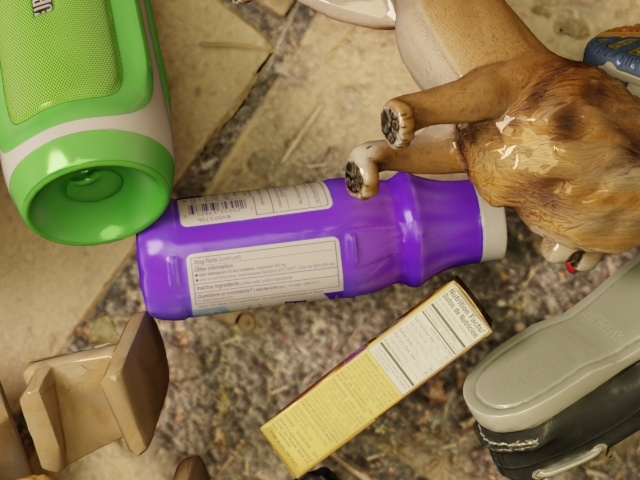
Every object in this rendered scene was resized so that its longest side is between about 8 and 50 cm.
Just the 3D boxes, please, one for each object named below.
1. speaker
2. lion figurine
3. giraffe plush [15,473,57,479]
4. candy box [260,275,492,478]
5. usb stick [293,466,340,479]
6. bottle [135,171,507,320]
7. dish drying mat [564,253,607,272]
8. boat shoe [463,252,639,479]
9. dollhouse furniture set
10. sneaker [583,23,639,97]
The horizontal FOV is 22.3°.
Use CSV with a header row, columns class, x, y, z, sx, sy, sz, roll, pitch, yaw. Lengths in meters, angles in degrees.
class,x,y,z,sx,sy,sz,roll,pitch,yaw
speaker,-0.189,-0.147,1.228,0.131,0.131,0.296,-19,59,7
lion figurine,0.101,-0.144,1.214,0.240,0.142,0.392,-12,61,-27
giraffe plush,-0.288,0.216,1.120,0.170,0.181,0.210,35,137,1
candy box,0.046,0.103,1.258,0.187,0.109,0.053,-36,87,5
usb stick,-0.075,0.296,1.303,0.278,0.045,0.077,-44,91,5
bottle,0.000,0.000,1.258,0.283,0.118,0.092,-7,100,-6
dish drying mat,0.227,-0.007,1.286,0.083,0.008,0.032,-29,87,5
boat shoe,0.252,0.080,1.243,0.303,0.114,0.091,-25,125,-3
dollhouse furniture set,-0.303,0.099,1.285,0.362,0.256,0.394,-12,109,8
sneaker,0.326,-0.074,1.211,0.296,0.112,0.131,23,130,31
